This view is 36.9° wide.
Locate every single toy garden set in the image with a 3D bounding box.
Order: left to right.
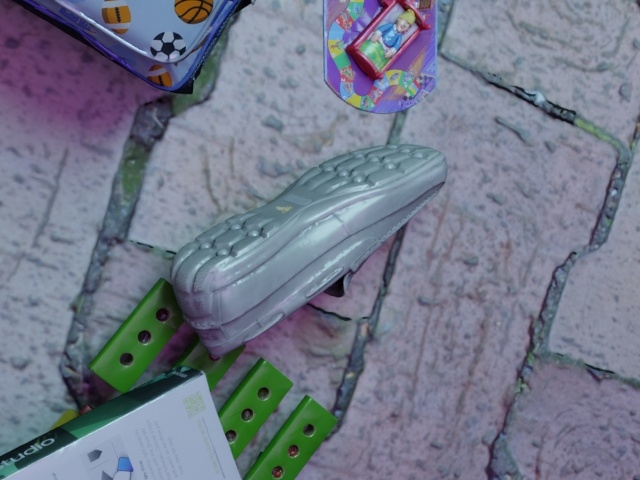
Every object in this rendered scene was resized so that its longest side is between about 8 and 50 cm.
[{"bbox_3d":[-0.134,0.186,0.947,0.244,0.049,0.203,43,78,-23],"label":"toy garden set"}]

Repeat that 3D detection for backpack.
[{"bbox_3d":[-0.144,-0.282,0.770,0.277,0.213,0.263,31,95,-25],"label":"backpack"}]

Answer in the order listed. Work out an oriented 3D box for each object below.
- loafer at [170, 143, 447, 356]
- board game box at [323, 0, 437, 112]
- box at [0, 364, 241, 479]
[{"bbox_3d":[0.000,0.000,0.943,0.320,0.112,0.111,-29,121,-25],"label":"loafer"},{"bbox_3d":[0.070,-0.216,0.985,0.133,0.033,0.168,-4,98,-23],"label":"board game box"},{"bbox_3d":[-0.208,0.282,0.832,0.322,0.058,0.232,-25,104,-32],"label":"box"}]
